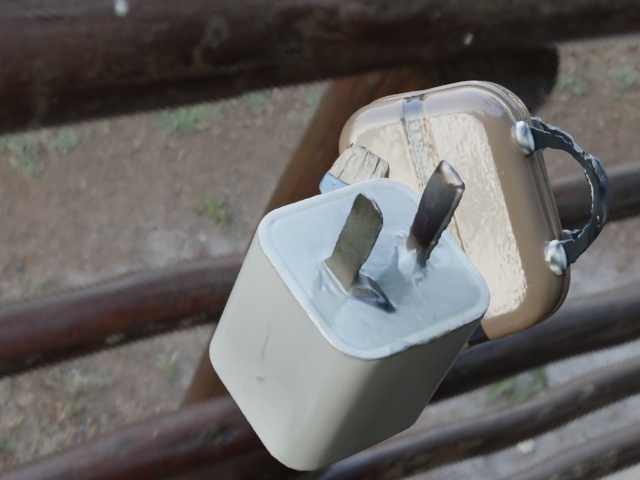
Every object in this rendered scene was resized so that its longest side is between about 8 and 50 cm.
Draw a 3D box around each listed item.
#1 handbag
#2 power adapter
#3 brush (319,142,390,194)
[{"bbox_3d":[0.181,-0.035,1.613,0.149,0.283,0.301,-19,95,-70],"label":"handbag"},{"bbox_3d":[0.027,0.032,0.911,0.130,0.205,0.125,-18,60,-34],"label":"power adapter"},{"bbox_3d":[0.000,0.000,1.147,0.051,0.164,0.014,34,3,26],"label":"brush"}]
